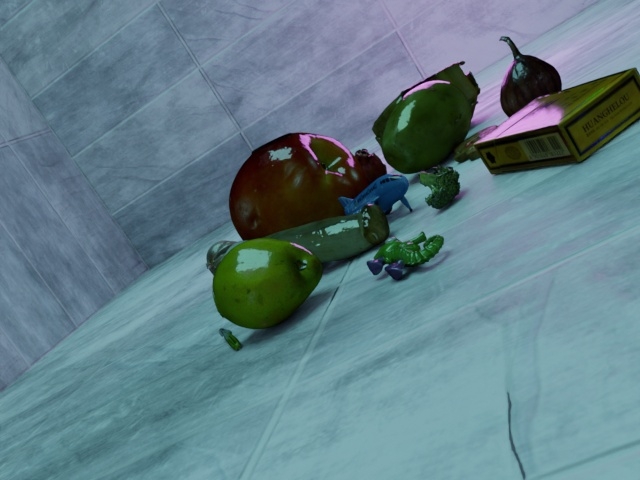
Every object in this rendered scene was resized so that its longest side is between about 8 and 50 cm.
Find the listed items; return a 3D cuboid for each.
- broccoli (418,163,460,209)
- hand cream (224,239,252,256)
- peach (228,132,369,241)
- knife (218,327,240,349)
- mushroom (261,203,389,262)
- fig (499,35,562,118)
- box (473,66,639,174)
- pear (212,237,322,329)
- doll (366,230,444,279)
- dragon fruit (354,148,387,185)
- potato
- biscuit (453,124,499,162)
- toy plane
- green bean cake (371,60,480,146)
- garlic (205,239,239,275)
[{"bbox_3d":[0.247,-0.114,1.494,0.092,0.097,0.095,16,4,14],"label":"broccoli"},{"bbox_3d":[-0.116,0.055,1.766,0.185,0.118,0.359,-40,20,-29],"label":"hand cream"},{"bbox_3d":[-0.071,-0.136,1.968,0.406,0.310,0.335,-24,16,41],"label":"peach"},{"bbox_3d":[-0.189,0.205,1.494,0.184,0.026,0.022,-169,96,-73],"label":"knife"},{"bbox_3d":[0.000,0.002,1.584,0.333,0.087,0.107,-14,38,27],"label":"mushroom"},{"bbox_3d":[0.529,-0.399,1.792,0.149,0.202,0.148,1,20,-12],"label":"fig"},{"bbox_3d":[0.452,-0.219,1.367,0.193,0.084,0.301,-35,10,-13],"label":"box"},{"bbox_3d":[-0.103,0.080,1.403,0.220,0.187,0.187,-12,19,29],"label":"pear"},{"bbox_3d":[0.151,0.021,1.247,0.115,0.050,0.190,-42,14,-13],"label":"doll"},{"bbox_3d":[0.135,-0.193,2.089,0.136,0.166,0.133,-31,54,-16],"label":"dragon fruit"},{"bbox_3d":[0.288,-0.310,1.958,0.304,0.216,0.216,-41,12,-21],"label":"potato"},{"bbox_3d":[0.409,-0.255,1.824,0.166,0.036,0.225,-33,9,8],"label":"biscuit"},{"bbox_3d":[0.129,-0.092,1.699,0.254,0.105,0.271,-40,13,-32],"label":"toy plane"},{"bbox_3d":[0.346,-0.385,2.255,0.310,0.202,0.285,-34,-2,-14],"label":"green bean cake"},{"bbox_3d":[-0.258,0.044,2.151,0.194,0.131,0.127,-43,13,-5],"label":"garlic"}]
